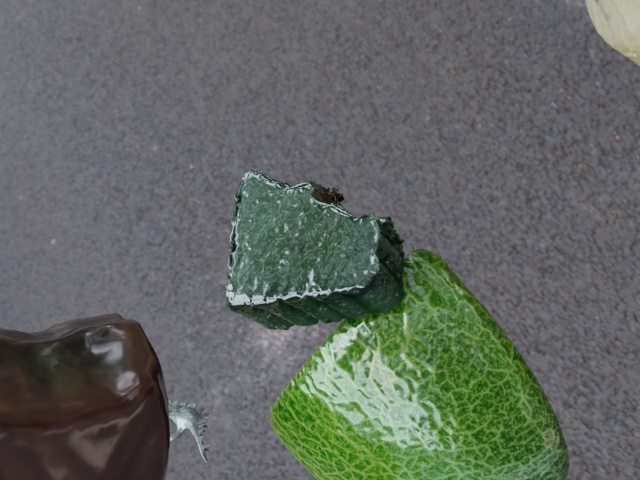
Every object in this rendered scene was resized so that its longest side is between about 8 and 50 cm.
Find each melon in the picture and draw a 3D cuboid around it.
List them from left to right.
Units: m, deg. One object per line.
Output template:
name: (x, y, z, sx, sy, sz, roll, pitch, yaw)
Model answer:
melon: (0.153, 0.225, 1.069, 0.343, 0.226, 0.331, 41, 102, 9)

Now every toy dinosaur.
toy dinosaur: (-0.236, 0.321, 1.489, 0.209, 0.082, 0.039, 37, 128, 51)

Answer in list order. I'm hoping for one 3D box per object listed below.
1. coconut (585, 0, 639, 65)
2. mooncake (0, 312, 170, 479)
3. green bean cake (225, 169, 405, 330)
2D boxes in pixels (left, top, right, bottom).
coconut: (0.272, -0.179, 0.453, 0.259, 0.259, 0.259, -17, 59, 32)
mooncake: (-0.265, 0.179, 0.645, 0.334, 0.326, 0.174, -43, 43, -10)
green bean cake: (0.000, 0.000, 0.983, 0.208, 0.107, 0.193, -12, 57, 30)
